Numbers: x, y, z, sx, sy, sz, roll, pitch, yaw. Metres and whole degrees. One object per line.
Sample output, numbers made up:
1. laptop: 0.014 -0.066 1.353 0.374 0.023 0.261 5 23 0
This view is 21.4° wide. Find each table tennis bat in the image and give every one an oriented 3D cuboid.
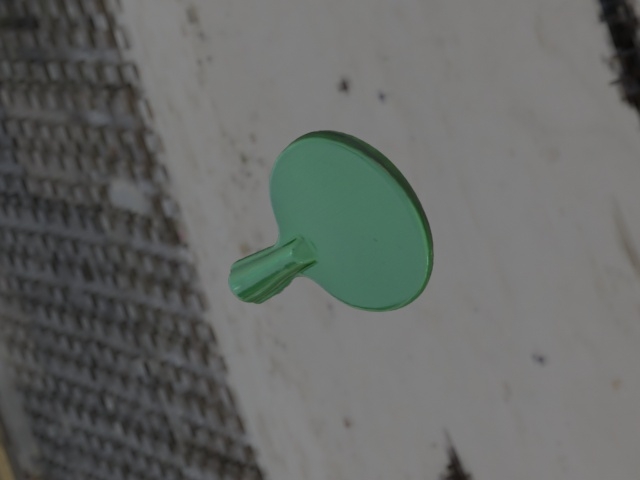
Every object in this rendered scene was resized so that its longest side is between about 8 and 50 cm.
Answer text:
1. table tennis bat: 0.000 0.000 1.391 0.160 0.039 0.257 56 141 -3
